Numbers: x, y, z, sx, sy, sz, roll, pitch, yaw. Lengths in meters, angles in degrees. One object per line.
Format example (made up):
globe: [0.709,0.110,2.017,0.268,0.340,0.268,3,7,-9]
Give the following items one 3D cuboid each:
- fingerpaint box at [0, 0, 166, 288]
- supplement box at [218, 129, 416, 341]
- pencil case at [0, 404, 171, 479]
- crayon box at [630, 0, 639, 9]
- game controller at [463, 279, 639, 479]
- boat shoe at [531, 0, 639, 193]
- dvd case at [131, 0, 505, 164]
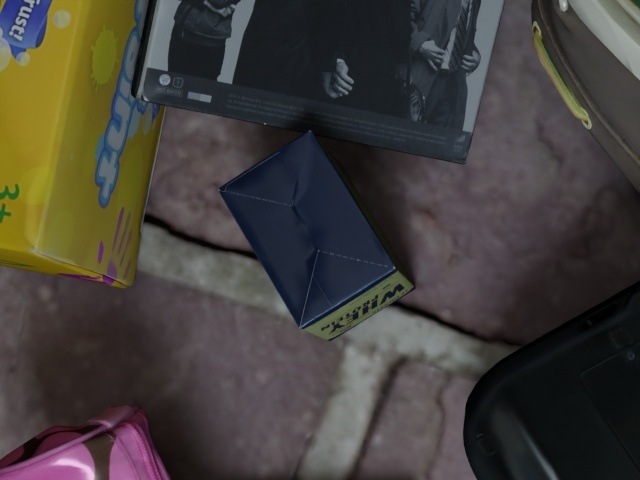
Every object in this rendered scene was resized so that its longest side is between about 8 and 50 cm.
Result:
fingerpaint box: [-0.249,-0.228,0.805,0.371,0.163,0.445,10,84,11]
supplement box: [0.000,0.000,0.767,0.056,0.083,0.083,-32,78,5]
pencil case: [-0.083,0.182,0.731,0.098,0.095,0.209,-37,77,40]
crayon box: [0.317,-0.089,0.665,0.323,0.083,0.203,43,70,3]
game controller: [0.204,0.077,0.655,0.319,0.067,0.166,-35,80,37]
boat shoe: [0.220,-0.024,0.722,0.116,0.097,0.324,-37,83,-19]
dvd case: [0.016,-0.170,0.748,0.179,0.029,0.239,10,98,-18]
